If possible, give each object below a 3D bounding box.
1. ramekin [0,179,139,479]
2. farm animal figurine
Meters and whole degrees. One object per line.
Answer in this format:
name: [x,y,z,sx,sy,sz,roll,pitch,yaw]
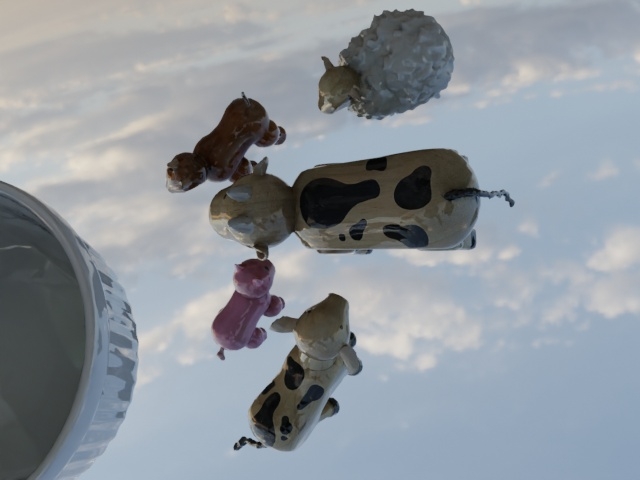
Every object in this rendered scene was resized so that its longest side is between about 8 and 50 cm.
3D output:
ramekin: [-0.210,0.070,0.566,0.207,0.207,0.109,-11,166,8]
farm animal figurine: [0.000,0.000,0.813,0.327,0.330,0.172,-22,173,20]
